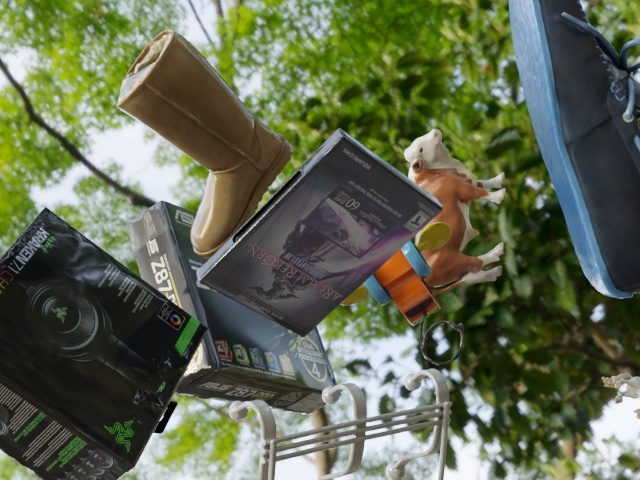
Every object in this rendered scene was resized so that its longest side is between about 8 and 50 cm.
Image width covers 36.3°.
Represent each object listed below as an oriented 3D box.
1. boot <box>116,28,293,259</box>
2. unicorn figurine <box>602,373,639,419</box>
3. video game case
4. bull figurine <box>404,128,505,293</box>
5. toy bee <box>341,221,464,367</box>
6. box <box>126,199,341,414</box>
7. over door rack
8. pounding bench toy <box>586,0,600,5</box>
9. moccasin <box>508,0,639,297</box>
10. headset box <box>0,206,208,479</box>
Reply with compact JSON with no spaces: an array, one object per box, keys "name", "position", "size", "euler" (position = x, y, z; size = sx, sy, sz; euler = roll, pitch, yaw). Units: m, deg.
[{"name":"boot","position":[-0.192,-0.132,1.413],"size":[0.269,0.089,0.236],"euler":[39,-102,-39]},{"name":"unicorn figurine","position":[0.577,0.285,1.702],"size":[0.111,0.162,0.060],"euler":[0,-44,-40]},{"name":"video game case","position":[0.000,0.000,1.277],"size":[0.196,0.026,0.274],"euler":[32,-67,-35]},{"name":"bull figurine","position":[0.250,-0.054,1.832],"size":[0.189,0.101,0.310],"euler":[2,-83,7]},{"name":"toy bee","position":[0.117,0.069,1.491],"size":[0.195,0.298,0.162],"euler":[-14,-20,14]},{"name":"box","position":[-0.141,0.128,1.690],"size":[0.097,0.318,0.395],"euler":[-33,-29,20]},{"name":"over door rack","position":[0.021,0.301,0.969],"size":[0.240,0.108,0.324],"euler":[-4,-88,-35]},{"name":"pounding bench toy","position":[0.432,-0.430,1.542],"size":[0.052,0.065,0.083],"euler":[15,-49,-22]},{"name":"moccasin","position":[0.279,-0.117,0.970],"size":[0.117,0.137,0.341],"euler":[-18,-81,3]},{"name":"headset box","position":[-0.305,0.145,1.192],"size":[0.283,0.246,0.131],"euler":[39,-52,-11]}]
